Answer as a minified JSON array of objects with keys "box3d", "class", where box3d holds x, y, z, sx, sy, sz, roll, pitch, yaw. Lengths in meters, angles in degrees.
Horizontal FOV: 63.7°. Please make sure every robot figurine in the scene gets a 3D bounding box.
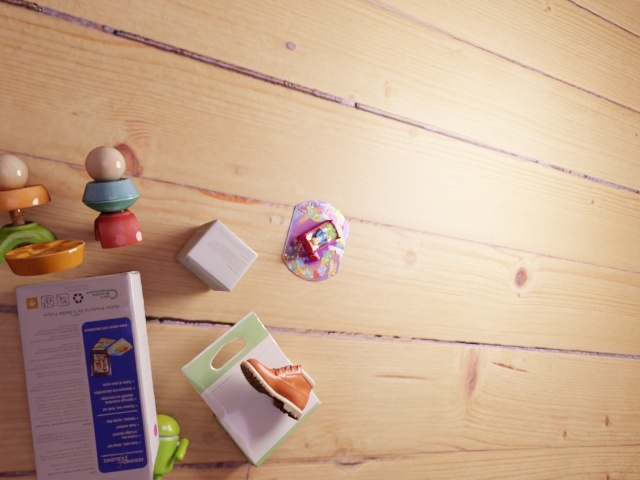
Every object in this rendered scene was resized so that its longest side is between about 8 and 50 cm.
[{"box3d":[-0.279,0.351,0.877,0.101,0.067,0.115,11,81,-2],"class":"robot figurine"}]

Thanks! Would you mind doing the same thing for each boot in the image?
[{"box3d":[-0.076,0.249,0.938,0.158,0.059,0.084,47,64,-25],"class":"boot"}]

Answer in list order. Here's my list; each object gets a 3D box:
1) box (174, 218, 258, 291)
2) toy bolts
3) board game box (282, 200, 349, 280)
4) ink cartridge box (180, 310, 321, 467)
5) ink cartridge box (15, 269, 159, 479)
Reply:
[{"box3d":[-0.189,0.029,0.925,0.101,0.102,0.087,43,67,-19],"class":"box"},{"box3d":[-0.383,-0.057,0.778,0.229,0.218,0.158,-14,107,-34],"class":"toy bolts"},{"box3d":[0.000,0.000,1.061,0.133,0.033,0.168,20,78,-24],"class":"board game box"},{"box3d":[-0.130,0.274,0.966,0.171,0.056,0.235,-39,101,-24],"class":"ink cartridge box"},{"box3d":[-0.359,0.240,0.812,0.176,0.069,0.370,-7,88,-3],"class":"ink cartridge box"}]
